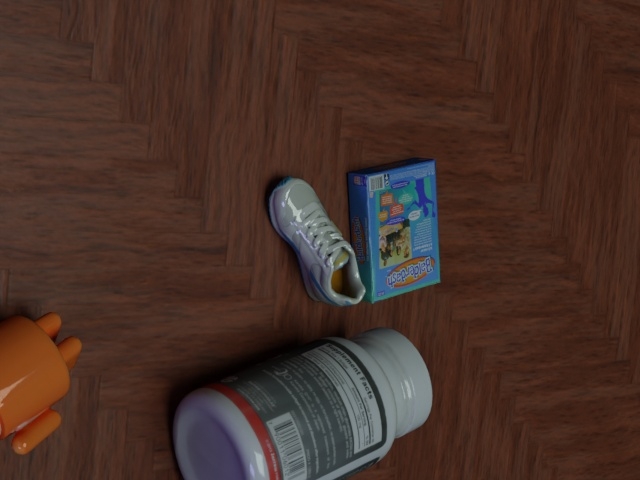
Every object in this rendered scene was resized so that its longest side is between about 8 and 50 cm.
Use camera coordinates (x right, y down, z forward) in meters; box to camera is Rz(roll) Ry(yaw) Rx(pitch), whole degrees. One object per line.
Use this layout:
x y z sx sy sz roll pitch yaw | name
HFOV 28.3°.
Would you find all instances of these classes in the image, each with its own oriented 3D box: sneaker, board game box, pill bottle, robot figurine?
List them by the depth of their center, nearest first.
-0.401 0.179 1.582 0.219 0.128 0.158 -35 117 -33 | robot figurine
-0.019 0.265 1.880 0.363 0.210 0.210 -19 110 -38 | pill bottle
0.000 0.000 1.926 0.087 0.092 0.229 -42 121 -26 | sneaker
0.121 -0.019 2.058 0.160 0.047 0.210 -14 106 -39 | board game box
